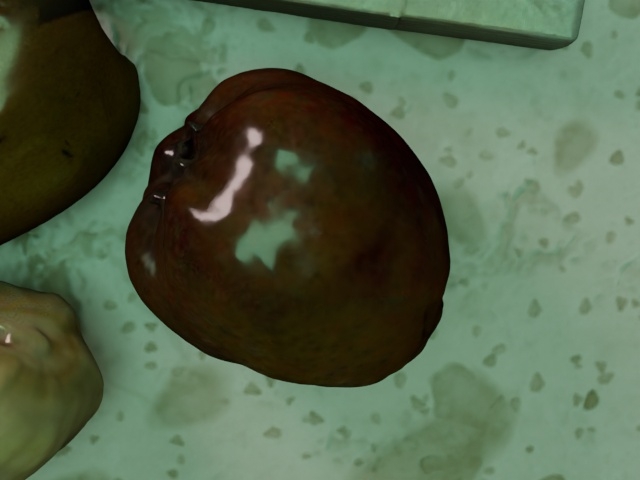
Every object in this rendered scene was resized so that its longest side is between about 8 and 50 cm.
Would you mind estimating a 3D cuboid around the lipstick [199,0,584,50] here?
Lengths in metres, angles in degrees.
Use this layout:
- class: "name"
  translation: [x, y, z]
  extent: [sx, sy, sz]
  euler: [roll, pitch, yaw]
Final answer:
- class: "lipstick"
  translation: [-0.003, -0.197, 0.788]
  extent: [0.371, 0.080, 0.076]
  euler: [8, 93, -2]

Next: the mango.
- class: "mango"
  translation: [-0.267, -0.080, 0.759]
  extent: [0.287, 0.152, 0.201]
  euler: [-36, 91, 1]

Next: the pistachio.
- class: "pistachio"
  translation: [-0.266, 0.117, 0.786]
  extent: [0.229, 0.157, 0.157]
  euler: [-25, 95, 14]

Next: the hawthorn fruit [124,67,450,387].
- class: "hawthorn fruit"
  translation: [0.000, 0.000, 0.759]
  extent: [0.248, 0.208, 0.208]
  euler: [26, 94, -27]
